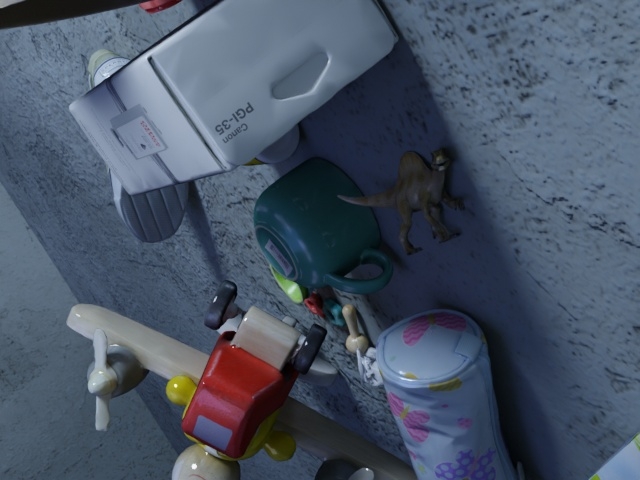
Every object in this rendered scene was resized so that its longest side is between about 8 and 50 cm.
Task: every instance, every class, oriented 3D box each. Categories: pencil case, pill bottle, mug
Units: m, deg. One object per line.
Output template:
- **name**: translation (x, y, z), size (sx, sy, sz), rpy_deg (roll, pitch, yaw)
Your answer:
- **pencil case**: translation (0.146, 0.203, 1.158), size (0.124, 0.113, 0.273), rpy_deg (16, 138, 43)
- **pill bottle**: translation (-0.075, -0.116, 1.203), size (0.065, 0.065, 0.116), rpy_deg (61, 158, -16)
- **mug**: translation (-0.005, -0.008, 1.174), size (0.157, 0.097, 0.130), rpy_deg (26, 145, 51)

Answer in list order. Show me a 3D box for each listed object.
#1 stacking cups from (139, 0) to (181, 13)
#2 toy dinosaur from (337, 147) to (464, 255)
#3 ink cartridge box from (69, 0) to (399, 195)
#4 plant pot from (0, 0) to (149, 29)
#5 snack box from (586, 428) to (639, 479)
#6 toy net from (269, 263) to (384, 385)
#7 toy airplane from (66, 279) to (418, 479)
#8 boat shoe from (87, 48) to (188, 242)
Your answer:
- **stacking cups**: translation (-0.224, -0.380, 1.081), size (0.096, 0.096, 0.316), rpy_deg (18, 139, 56)
- **toy dinosaur**: translation (0.090, -0.037, 1.024), size (0.183, 0.053, 0.093), rpy_deg (-25, 84, 61)
- **ink cartridge box**: translation (-0.090, -0.152, 0.986), size (0.117, 0.207, 0.283), rpy_deg (55, 158, -14)
- **plant pot**: translation (-0.197, -0.307, 0.933), size (0.284, 0.284, 0.191), rpy_deg (5, 111, 62)
- **snack box**: translation (0.323, 0.224, 0.884), size (0.174, 0.070, 0.207), rpy_deg (46, 159, 18)
- **toy net**: translation (0.016, 0.113, 1.380), size (0.232, 0.045, 0.122), rpy_deg (52, 158, 6)
- **toy airplane**: translation (-0.106, 0.213, 1.380), size (0.384, 0.273, 0.386), rpy_deg (31, 173, -41)
- **boat shoe**: translation (-0.260, -0.135, 1.535), size (0.094, 0.109, 0.302), rpy_deg (-127, 25, -48)
